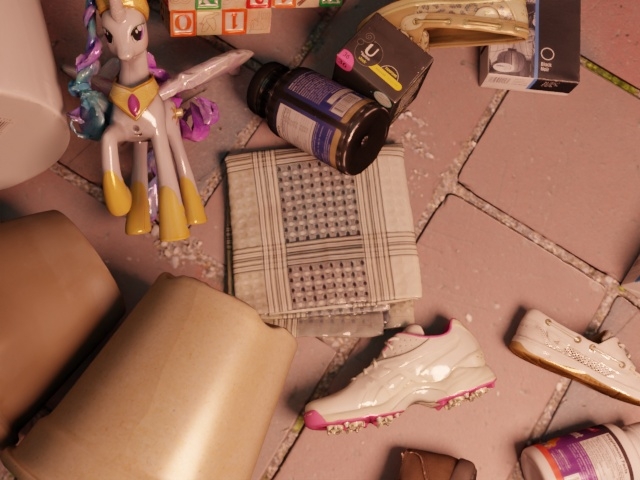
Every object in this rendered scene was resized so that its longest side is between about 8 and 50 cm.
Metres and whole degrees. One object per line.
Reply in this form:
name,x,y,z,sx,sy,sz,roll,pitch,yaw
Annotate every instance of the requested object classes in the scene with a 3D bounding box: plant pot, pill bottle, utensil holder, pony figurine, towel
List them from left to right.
utensil holder,-0.558,-0.293,0.999,0.328,0.327,0.385,-17,75,-7
plant pot,-0.448,0.104,0.979,0.280,0.323,0.323,-37,83,-26
pony figurine,-0.249,-0.195,1.041,0.303,0.351,0.363,-6,98,0
plant pot,-0.195,0.223,0.948,0.334,0.334,0.305,26,73,2
pill bottle,-0.009,-0.203,1.115,0.219,0.123,0.123,33,78,25
towel,0.000,0.000,1.132,0.312,0.056,0.324,-3,80,-4
pill bottle,0.417,0.343,1.063,0.194,0.108,0.108,-15,80,-7

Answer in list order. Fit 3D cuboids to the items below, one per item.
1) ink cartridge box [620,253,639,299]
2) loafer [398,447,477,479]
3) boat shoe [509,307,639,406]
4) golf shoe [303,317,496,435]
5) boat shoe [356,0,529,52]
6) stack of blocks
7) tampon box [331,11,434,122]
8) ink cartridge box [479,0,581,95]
ink cartridge box,0.583,0.012,1.140,0.062,0.104,0.181,35,79,3
loafer,0.099,0.470,1.023,0.130,0.134,0.366,24,67,25
boat shoe,0.445,0.187,1.100,0.277,0.098,0.096,24,79,3
golf shoe,0.113,0.211,1.079,0.306,0.115,0.140,-12,71,-14
boat shoe,0.202,-0.356,1.168,0.285,0.104,0.089,-8,83,16
stack of blocks,-0.111,-0.438,1.145,0.297,0.171,0.087,-9,39,-20
tampon box,0.095,-0.265,1.137,0.120,0.161,0.101,40,79,5
ink cartridge box,0.374,-0.429,1.239,0.165,0.065,0.332,4,78,-2
